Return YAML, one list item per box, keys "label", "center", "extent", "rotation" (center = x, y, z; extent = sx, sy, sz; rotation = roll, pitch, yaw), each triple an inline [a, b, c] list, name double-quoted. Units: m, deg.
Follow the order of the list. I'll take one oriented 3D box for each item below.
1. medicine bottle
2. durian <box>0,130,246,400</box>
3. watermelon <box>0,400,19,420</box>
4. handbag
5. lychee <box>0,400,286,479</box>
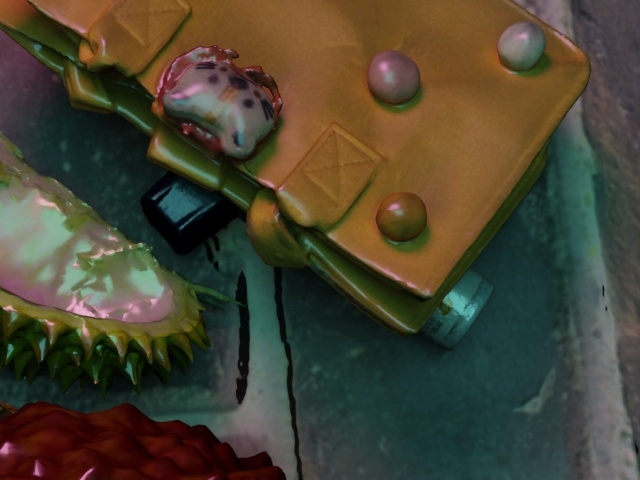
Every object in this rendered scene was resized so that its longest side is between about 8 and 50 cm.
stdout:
- label: "medicine bottle"
  center: [0.000, 0.000, 1.441]
  extent: [0.258, 0.079, 0.124]
  rotation: [32, 74, 1]
- label: "durian"
  center: [-0.238, -0.004, 1.388]
  extent: [0.351, 0.158, 0.169]
  rotation: [35, 71, 6]
- label: "watermelon"
  center: [-0.292, 0.107, 1.376]
  extent: [0.245, 0.119, 0.063]
  rotation: [28, 67, 1]
- label: "handbag"
  center: [-0.019, -0.139, 1.396]
  extent: [0.401, 0.133, 0.283]
  rotation: [39, 58, 2]
- label: "lychee"
  center: [-0.164, 0.306, 1.183]
  extent: [0.499, 0.424, 0.425]
  rotation: [1, 77, -36]
